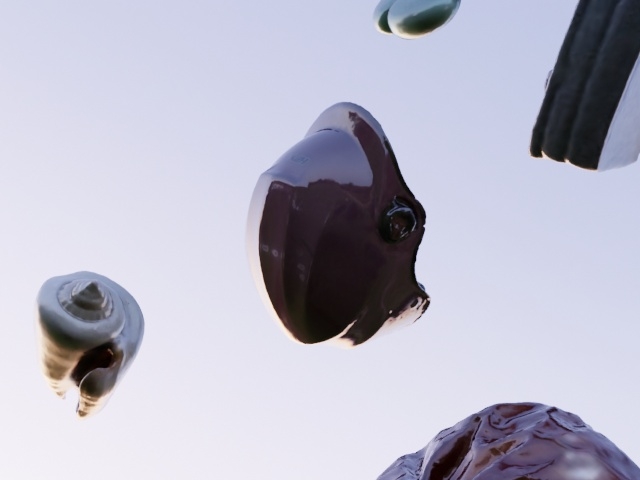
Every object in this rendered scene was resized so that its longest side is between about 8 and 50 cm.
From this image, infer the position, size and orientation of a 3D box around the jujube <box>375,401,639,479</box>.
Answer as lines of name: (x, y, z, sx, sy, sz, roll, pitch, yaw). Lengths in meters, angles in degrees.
jujube: (0.090, 0.212, 0.644, 0.232, 0.213, 0.213, -41, -59, -5)

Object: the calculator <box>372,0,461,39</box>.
calculator: (0.136, -0.233, 0.787, 0.042, 0.295, 0.184, 46, -18, -25)

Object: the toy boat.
toy boat: (0.263, -0.188, 1.007, 0.078, 0.127, 0.283, 33, -63, 30)

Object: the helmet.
helmet: (0.000, 0.000, 1.647, 0.271, 0.197, 0.338, 26, -45, 53)

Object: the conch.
conch: (-0.210, 0.097, 1.036, 0.104, 0.094, 0.176, 37, -59, 8)
